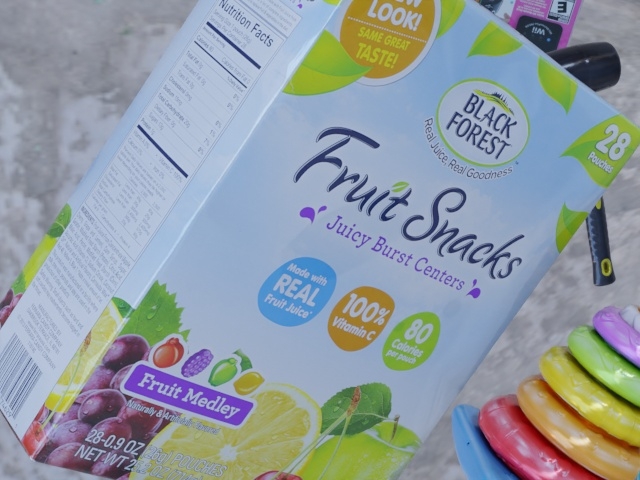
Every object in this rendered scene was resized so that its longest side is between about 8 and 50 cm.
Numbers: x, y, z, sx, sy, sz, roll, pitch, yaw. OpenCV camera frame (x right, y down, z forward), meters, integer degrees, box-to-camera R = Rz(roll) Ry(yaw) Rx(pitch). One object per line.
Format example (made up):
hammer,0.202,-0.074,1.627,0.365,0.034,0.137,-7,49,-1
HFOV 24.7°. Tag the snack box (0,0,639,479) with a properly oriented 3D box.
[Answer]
snack box,0.000,0.000,0.543,0.207,0.174,0.070,-57,46,9

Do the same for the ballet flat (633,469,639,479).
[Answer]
ballet flat,0.285,0.151,0.794,0.241,0.091,0.077,-5,113,14

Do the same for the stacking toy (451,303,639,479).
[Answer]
stacking toy,0.269,0.119,1.312,0.166,0.175,0.302,29,104,-16

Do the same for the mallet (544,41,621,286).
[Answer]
mallet,0.214,-0.060,1.125,0.062,0.039,0.189,-22,106,-17

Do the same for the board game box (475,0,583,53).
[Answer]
board game box,0.179,-0.219,1.773,0.224,0.097,0.303,16,130,4
